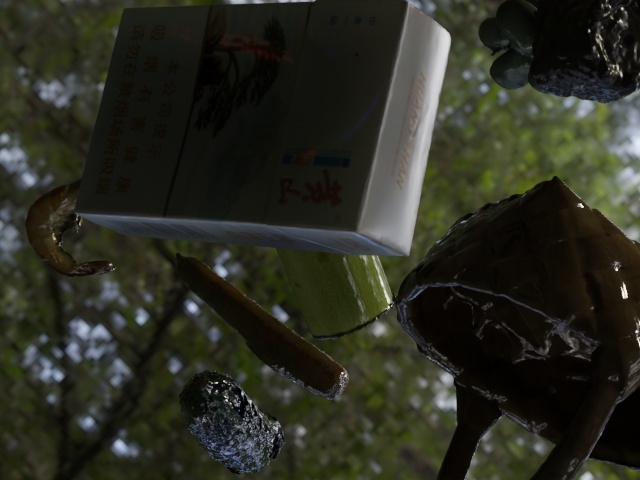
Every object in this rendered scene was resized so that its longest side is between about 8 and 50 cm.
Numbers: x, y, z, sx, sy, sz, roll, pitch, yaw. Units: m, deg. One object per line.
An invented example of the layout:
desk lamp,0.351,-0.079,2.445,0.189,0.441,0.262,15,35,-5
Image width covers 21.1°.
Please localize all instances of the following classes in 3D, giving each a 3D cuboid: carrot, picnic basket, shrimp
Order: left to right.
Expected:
shrimp,-0.183,-0.015,1.415,0.114,0.083,0.023,-29,-175,-9
carrot,-0.099,0.127,2.583,0.070,0.342,0.070,-45,159,-22
picnic basket,0.207,0.154,1.655,0.337,0.337,0.293,-50,-171,-24

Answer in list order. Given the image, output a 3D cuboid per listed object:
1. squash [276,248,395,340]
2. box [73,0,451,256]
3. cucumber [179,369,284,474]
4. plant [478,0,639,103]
squash,0.000,0.000,2.366,0.132,0.247,0.132,-22,-165,6
box,-0.039,-0.073,1.102,0.233,0.067,0.149,4,-101,36
cucumber,-0.074,0.153,1.409,0.067,0.067,0.245,-43,167,-4
plant,0.298,-0.245,2.137,0.274,0.149,0.146,15,-101,60
